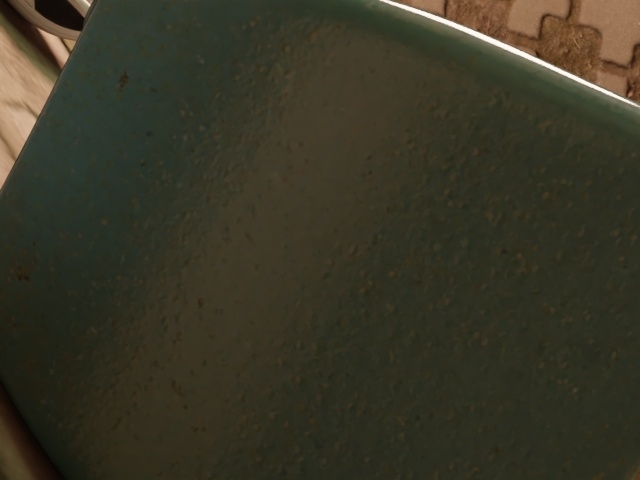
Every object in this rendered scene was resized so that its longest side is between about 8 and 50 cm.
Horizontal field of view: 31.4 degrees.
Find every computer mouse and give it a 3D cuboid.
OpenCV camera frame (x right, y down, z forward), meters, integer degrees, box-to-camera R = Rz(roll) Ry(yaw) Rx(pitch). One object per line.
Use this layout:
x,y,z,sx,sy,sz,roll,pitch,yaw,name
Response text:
-0.207,-0.188,0.726,0.193,0.042,0.106,46,8,-20,computer mouse

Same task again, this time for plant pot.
0.001,0.010,0.496,0.252,0.247,0.248,29,10,2,plant pot
